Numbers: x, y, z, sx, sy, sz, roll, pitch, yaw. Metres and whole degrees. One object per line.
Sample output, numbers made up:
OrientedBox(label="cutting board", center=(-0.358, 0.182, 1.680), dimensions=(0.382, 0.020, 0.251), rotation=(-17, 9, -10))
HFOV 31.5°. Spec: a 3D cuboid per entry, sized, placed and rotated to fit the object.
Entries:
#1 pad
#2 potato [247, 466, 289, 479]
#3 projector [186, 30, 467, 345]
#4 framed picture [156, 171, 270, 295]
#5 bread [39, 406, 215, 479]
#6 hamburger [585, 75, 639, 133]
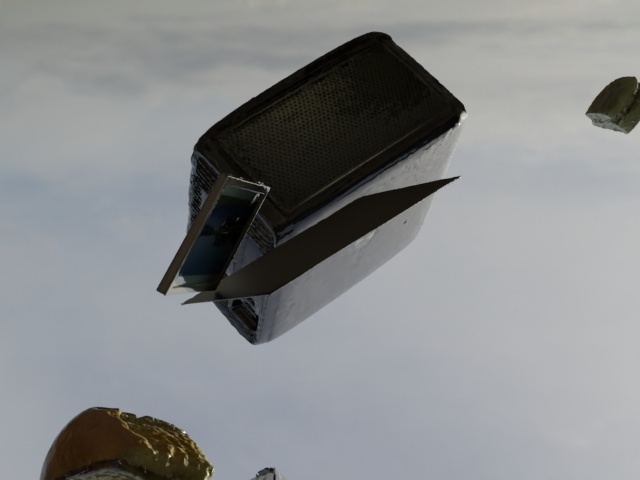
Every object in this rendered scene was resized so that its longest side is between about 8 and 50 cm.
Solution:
OrientedBox(label="pad", center=(0.000, 0.000, 1.052), dimensions=(0.243, 0.004, 0.164), rotation=(-32, -168, -32))
OrientedBox(label="potato", center=(-0.085, 0.400, 1.234), dimensions=(0.300, 0.196, 0.246), rotation=(-34, -169, 48))
OrientedBox(label="projector", center=(-0.010, -0.081, 1.840), dimensions=(0.405, 0.395, 0.242), rotation=(-34, -110, -26))
OrientedBox(label="framed picture", center=(-0.088, -0.004, 0.962), dimensions=(0.011, 0.109, 0.149), rotation=(29, -175, 9))
OrientedBox(label="bread", center=(-0.298, 0.327, 1.651), dimensions=(0.204, 0.162, 0.262), rotation=(22, 139, -37))
OrientedBox(label="hamburger", center=(0.445, -0.207, 1.688), dimensions=(0.054, 0.084, 0.121), rotation=(34, 180, -10))
